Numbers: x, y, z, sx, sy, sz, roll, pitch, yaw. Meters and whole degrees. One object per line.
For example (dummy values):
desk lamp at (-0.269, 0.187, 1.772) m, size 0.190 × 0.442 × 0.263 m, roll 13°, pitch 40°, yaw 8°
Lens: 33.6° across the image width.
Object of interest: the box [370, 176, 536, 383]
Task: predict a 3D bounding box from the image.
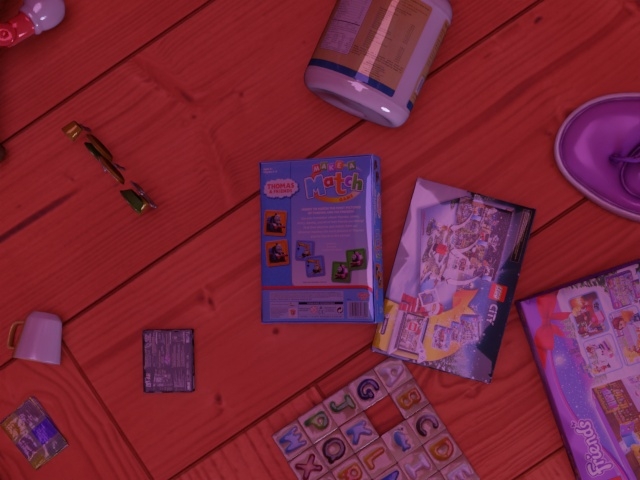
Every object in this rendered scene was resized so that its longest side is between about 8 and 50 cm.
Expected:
box at (0.170, 0.052, 1.368) m, size 0.159 × 0.044 × 0.233 m, roll 16°, pitch 86°, yaw 3°

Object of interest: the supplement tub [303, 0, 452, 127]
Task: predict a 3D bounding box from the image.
supplement tub at (0.079, -0.259, 1.339) m, size 0.144 × 0.144 × 0.200 m, roll 24°, pitch 89°, yaw 3°

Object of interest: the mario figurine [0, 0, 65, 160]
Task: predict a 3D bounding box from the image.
mario figurine at (-0.458, -0.265, 1.398) m, size 0.198 × 0.170 × 0.321 m, roll 5°, pitch 100°, yaw -33°

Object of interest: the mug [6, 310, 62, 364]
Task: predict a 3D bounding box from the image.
mug at (-0.374, 0.125, 1.389) m, size 0.078 × 0.062 × 0.064 m, roll 10°, pitch 80°, yaw -3°

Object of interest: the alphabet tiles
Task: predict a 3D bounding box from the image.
alphabet tiles at (0.082, 0.297, 1.369) m, size 0.198 × 0.009 × 0.237 m, roll -33°, pitch 86°, yaw -8°

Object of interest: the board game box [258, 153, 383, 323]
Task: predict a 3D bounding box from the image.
board game box at (0.000, 0.000, 1.361) m, size 0.160 × 0.039 × 0.212 m, roll -2°, pitch 88°, yaw 23°

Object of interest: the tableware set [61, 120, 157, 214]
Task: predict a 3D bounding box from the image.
tableware set at (-0.276, -0.092, 1.369) m, size 0.024 × 0.104 × 0.154 m, roll -41°, pitch 86°, yaw 2°

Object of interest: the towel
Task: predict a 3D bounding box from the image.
towel at (-0.381, 0.256, 1.407) m, size 0.060 × 0.009 × 0.083 m, roll -38°, pitch 86°, yaw 0°

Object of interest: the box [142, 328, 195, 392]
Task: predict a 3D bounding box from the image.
box at (-0.200, 0.159, 1.398) m, size 0.067 × 0.018 × 0.083 m, roll -2°, pitch 88°, yaw 3°

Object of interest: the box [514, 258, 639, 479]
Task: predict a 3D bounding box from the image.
box at (0.391, 0.183, 1.349) m, size 0.200 × 0.057 × 0.293 m, roll -18°, pitch 87°, yaw 1°

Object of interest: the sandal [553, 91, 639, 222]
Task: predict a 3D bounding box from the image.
sandal at (0.503, -0.078, 1.332) m, size 0.416 × 0.102 × 0.169 m, roll 21°, pitch 89°, yaw 4°
